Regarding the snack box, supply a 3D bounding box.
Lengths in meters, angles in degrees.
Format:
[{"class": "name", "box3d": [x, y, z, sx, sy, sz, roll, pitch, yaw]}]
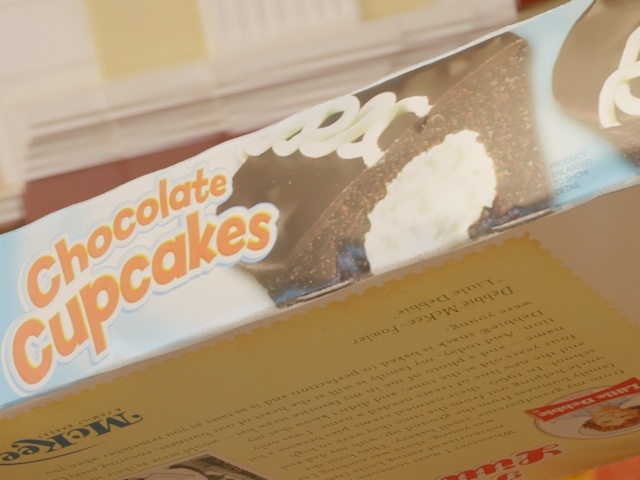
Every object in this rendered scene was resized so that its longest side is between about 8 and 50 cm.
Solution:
[{"class": "snack box", "box3d": [0.047, 0.018, 0.549, 0.322, 0.060, 0.187, -20, -29, 24]}]
